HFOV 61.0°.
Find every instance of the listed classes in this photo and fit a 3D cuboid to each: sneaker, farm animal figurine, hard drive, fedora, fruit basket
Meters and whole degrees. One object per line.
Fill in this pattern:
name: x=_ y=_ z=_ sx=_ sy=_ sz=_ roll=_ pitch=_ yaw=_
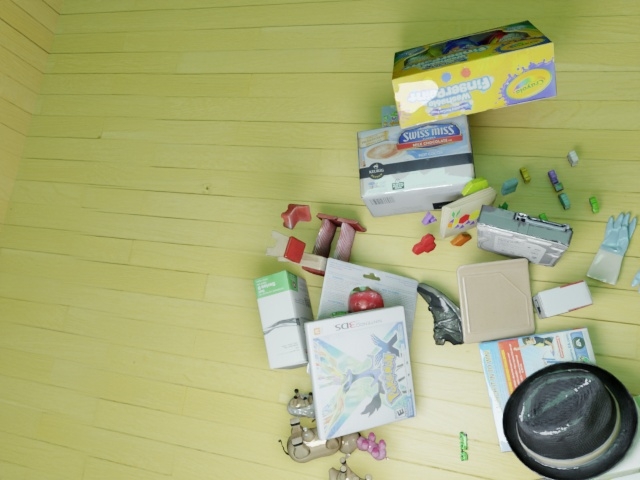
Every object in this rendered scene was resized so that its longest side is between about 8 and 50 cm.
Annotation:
sneaker: x=0.363 y=0.237 z=1.676 sx=0.130 sy=0.087 sz=0.227 roll=-44 pitch=74 yaw=-4
farm animal figurine: x=0.043 y=0.614 z=1.615 sx=0.327 sy=0.172 sz=0.330 roll=-1 pitch=38 yaw=10
hard drive: x=0.566 y=-0.004 z=1.540 sx=0.237 sy=0.339 sz=0.064 roll=16 pitch=82 yaw=18
fedora: x=0.618 y=0.433 z=1.375 sx=0.334 sy=0.152 sz=0.334 roll=-18 pitch=48 yaw=21
fruit basket: x=0.134 y=0.260 z=1.667 sx=0.327 sy=0.165 sz=0.353 roll=14 pitch=70 yaw=-19

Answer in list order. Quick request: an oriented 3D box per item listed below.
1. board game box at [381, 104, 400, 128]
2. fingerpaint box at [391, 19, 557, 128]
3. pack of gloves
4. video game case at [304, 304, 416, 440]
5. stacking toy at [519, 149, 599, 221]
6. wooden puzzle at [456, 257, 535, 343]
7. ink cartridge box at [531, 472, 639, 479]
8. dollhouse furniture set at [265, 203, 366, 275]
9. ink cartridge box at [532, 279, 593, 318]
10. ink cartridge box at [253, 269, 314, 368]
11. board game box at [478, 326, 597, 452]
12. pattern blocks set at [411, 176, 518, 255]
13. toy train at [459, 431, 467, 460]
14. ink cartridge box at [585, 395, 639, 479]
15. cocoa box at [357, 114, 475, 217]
board game box: x=0.318 y=-0.394 z=1.868 sx=0.212 sy=0.039 sz=0.160 roll=-4 pitch=76 yaw=16
fingerpaint box: x=0.455 y=-0.525 z=1.682 sx=0.445 sy=0.371 sz=0.163 roll=-9 pitch=119 yaw=15
pack of gloves: x=0.922 y=0.039 z=1.594 sx=0.195 sy=0.046 sz=0.232 roll=21 pitch=80 yaw=31
video game case: x=0.117 y=0.367 z=1.534 sx=0.300 sy=0.036 sz=0.329 roll=-8 pitch=92 yaw=-19
stacking toy: x=0.739 y=-0.155 z=1.683 sx=0.167 sy=0.052 sz=0.221 roll=-20 pitch=74 yaw=13
wooden puzzle: x=0.518 y=0.179 z=1.614 sx=0.221 sy=0.044 sz=0.238 roll=-6 pitch=93 yaw=-6
ink cartridge box: x=0.749 y=0.745 z=1.399 sx=0.385 sy=0.160 sz=0.279 roll=-17 pitch=72 yaw=13
dollhouse furniture set: x=0.000 y=0.000 z=1.692 sx=0.152 sy=0.374 sz=0.201 roll=13 pitch=82 yaw=23
ink cartridge box: x=0.687 y=0.172 z=1.550 sx=0.127 sy=0.175 sz=0.072 roll=-19 pitch=75 yaw=12
ink cartridge box: x=-0.102 y=0.262 z=1.741 sx=0.122 sy=0.211 sz=0.289 roll=-16 pitch=73 yaw=12
board game box: x=0.635 y=0.425 z=1.551 sx=0.302 sy=0.086 sz=0.308 roll=-11 pitch=74 yaw=14
pattern blocks set: x=0.439 y=-0.080 z=1.638 sx=0.325 sy=0.285 sz=0.026 roll=-13 pitch=51 yaw=-22
toy train: x=0.424 y=0.609 z=1.606 sx=0.024 sy=0.017 sz=0.083 roll=0 pitch=77 yaw=6
ink cartridge box: x=0.773 y=0.498 z=1.381 sx=0.235 sy=0.056 sz=0.171 roll=-18 pitch=47 yaw=11
cocoa box: x=0.309 y=-0.228 z=1.727 sx=0.347 sy=0.231 sz=0.228 roll=-6 pitch=74 yaw=15
